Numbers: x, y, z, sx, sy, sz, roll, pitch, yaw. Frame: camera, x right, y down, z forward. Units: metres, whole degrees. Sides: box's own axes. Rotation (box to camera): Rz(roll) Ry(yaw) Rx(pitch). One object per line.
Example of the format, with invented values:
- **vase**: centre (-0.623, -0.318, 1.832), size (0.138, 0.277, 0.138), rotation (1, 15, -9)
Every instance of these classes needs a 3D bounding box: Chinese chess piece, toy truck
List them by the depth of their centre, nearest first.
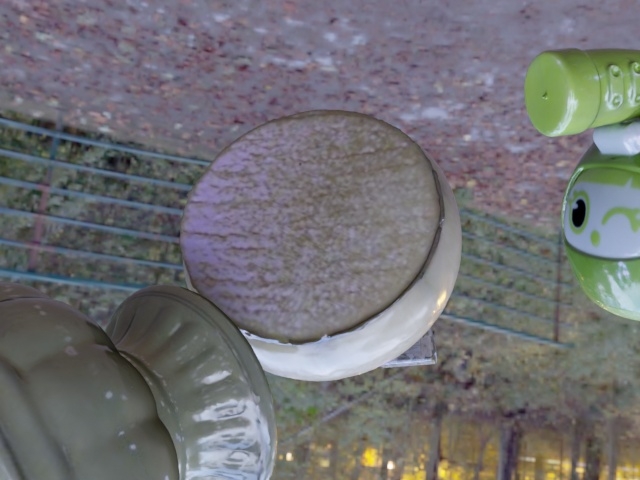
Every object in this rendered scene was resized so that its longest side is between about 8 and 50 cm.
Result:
- **toy truck**: centre (0.247, -0.056, 0.554), size (0.187, 0.210, 0.148), rotation (-25, -167, -10)
- **Chinese chess piece**: centre (0.000, 0.000, 0.790), size (0.270, 0.270, 0.112), rotation (2, 151, 15)

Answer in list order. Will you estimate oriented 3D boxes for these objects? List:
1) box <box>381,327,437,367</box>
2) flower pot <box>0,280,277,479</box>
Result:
- **box**: centre (0.140, 0.175, 1.344), size (0.098, 0.062, 0.045), rotation (-10, 160, 18)
- **flower pot**: centre (-0.184, 0.169, 0.629), size (0.307, 0.307, 0.244), rotation (-7, -172, 41)
